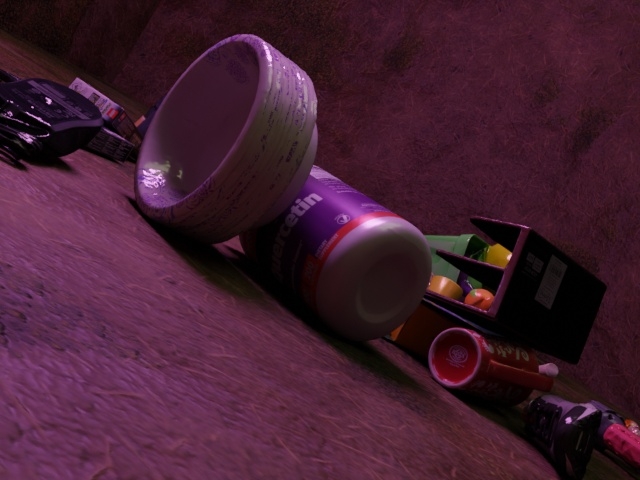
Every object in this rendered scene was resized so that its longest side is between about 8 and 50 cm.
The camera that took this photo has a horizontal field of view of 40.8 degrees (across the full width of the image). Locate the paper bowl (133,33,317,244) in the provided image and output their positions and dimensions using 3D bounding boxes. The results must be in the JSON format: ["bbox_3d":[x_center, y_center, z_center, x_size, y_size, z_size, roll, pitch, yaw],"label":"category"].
[{"bbox_3d":[-0.117,-0.128,1.187,0.148,0.284,0.284,29,5,-36],"label":"paper bowl"}]

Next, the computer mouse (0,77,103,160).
[{"bbox_3d":[-0.384,-0.154,1.108,0.189,0.072,0.272,34,17,8],"label":"computer mouse"}]

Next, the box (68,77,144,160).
[{"bbox_3d":[-0.390,-0.219,1.613,0.114,0.036,0.207,34,-11,13],"label":"box"}]

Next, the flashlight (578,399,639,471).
[{"bbox_3d":[0.573,0.380,1.565,0.103,0.103,0.304,-3,15,-19],"label":"flashlight"}]

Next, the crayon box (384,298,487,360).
[{"bbox_3d":[0.193,0.155,1.517,0.323,0.083,0.203,29,5,-24],"label":"crayon box"}]

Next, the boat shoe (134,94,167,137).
[{"bbox_3d":[-0.169,-0.129,1.760,0.500,0.156,0.187,34,2,8],"label":"boat shoe"}]

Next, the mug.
[{"bbox_3d":[0.263,0.187,1.322,0.150,0.113,0.169,-21,-27,34],"label":"mug"}]

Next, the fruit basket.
[{"bbox_3d":[0.404,0.117,2.091,0.392,0.282,0.392,18,-3,1],"label":"fruit basket"}]

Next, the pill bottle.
[{"bbox_3d":[0.000,0.000,1.254,0.182,0.181,0.323,28,5,-42],"label":"pill bottle"}]

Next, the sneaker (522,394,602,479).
[{"bbox_3d":[0.339,0.272,1.232,0.108,0.100,0.271,18,-3,15],"label":"sneaker"}]

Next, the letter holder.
[{"bbox_3d":[0.304,0.075,1.446,0.214,0.152,0.302,18,-7,44],"label":"letter holder"}]

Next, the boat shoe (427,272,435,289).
[{"bbox_3d":[0.168,0.060,1.857,0.324,0.122,0.120,50,13,33],"label":"boat shoe"}]

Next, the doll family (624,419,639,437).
[{"bbox_3d":[0.669,0.430,1.756,0.163,0.118,0.263,41,25,25],"label":"doll family"}]

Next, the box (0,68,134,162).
[{"bbox_3d":[-0.441,-0.212,1.472,0.184,0.045,0.191,30,3,24],"label":"box"}]

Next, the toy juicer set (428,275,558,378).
[{"bbox_3d":[0.374,0.182,1.725,0.329,0.089,0.209,43,-24,-24],"label":"toy juicer set"}]
